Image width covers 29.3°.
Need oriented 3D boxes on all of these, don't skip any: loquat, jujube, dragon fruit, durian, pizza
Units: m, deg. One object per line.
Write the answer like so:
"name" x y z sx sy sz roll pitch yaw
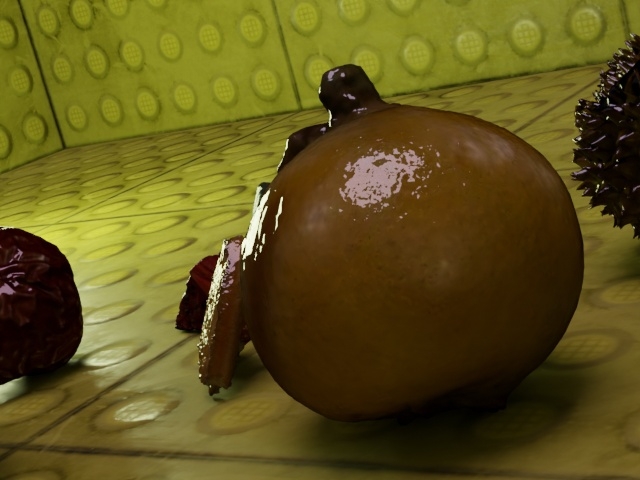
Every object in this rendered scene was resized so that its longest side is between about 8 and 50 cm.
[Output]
"loquat" 0.075 0.002 1.164 0.328 0.360 0.328 -18 -10 -3
"jujube" -0.438 0.090 1.621 0.232 0.213 0.213 -8 11 -21
"dragon fruit" -0.110 0.075 1.692 0.092 0.122 0.192 33 28 15
"durian" 0.479 -0.143 1.389 0.384 0.348 0.347 2 19 25
"pizza" -0.110 0.100 1.456 0.062 0.188 0.199 13 -16 -9

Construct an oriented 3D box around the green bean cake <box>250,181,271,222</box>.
"green bean cake" 0.000 0.000 1.644 0.185 0.094 0.183 10 17 -10
